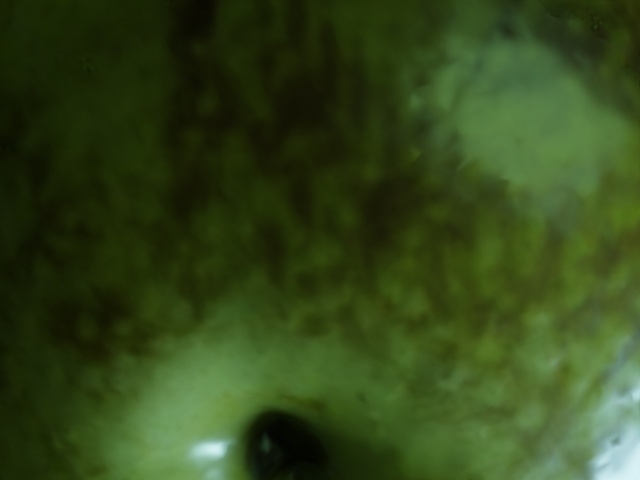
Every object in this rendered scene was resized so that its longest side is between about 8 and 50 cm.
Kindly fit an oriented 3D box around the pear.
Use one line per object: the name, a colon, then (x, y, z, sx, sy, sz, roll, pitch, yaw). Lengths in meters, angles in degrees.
pear: (0.000, 0.000, 0.476, 0.281, 0.281, 0.280, 23, 50, -31)
